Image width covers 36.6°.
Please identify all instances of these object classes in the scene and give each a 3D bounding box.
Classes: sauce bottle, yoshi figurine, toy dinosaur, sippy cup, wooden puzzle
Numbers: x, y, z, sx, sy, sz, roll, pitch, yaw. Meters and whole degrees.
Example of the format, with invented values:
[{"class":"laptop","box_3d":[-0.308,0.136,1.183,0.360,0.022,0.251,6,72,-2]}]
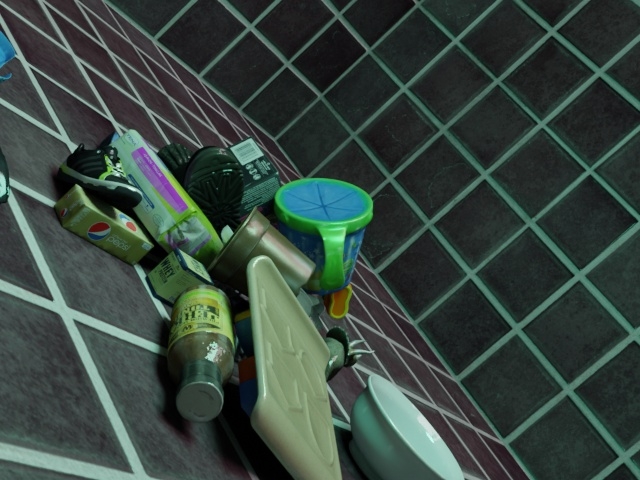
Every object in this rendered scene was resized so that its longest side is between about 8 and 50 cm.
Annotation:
[{"class":"sauce bottle","box_3d":[-0.190,0.177,1.556,0.111,0.111,0.344,45,8,-19]},{"class":"yoshi figurine","box_3d":[-0.043,0.061,2.530,0.204,0.203,0.362,36,10,-27]},{"class":"toy dinosaur","box_3d":[-0.005,0.248,1.975,0.121,0.160,0.313,48,8,6]},{"class":"sippy cup","box_3d":[0.000,0.000,2.313,0.240,0.224,0.305,17,31,20]},{"class":"wooden puzzle","box_3d":[-0.061,0.248,1.652,0.347,0.081,0.322,-94,160,-46]}]

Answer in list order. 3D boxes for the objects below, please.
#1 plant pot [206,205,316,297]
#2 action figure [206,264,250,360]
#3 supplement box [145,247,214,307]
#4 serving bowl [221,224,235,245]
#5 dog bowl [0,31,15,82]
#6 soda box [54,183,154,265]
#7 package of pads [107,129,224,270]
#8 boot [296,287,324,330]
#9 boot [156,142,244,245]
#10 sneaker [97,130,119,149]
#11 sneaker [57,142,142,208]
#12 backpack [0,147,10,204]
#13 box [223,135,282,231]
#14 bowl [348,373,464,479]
[{"class":"plant pot","box_3d":[-0.109,0.048,1.862,0.165,0.167,0.167,37,10,-7]},{"class":"action figure","box_3d":[-0.127,0.170,1.893,0.285,0.099,0.185,44,22,31]},{"class":"supplement box","box_3d":[-0.258,0.074,1.772,0.083,0.083,0.056,39,12,-46]},{"class":"serving bowl","box_3d":[-0.180,0.011,1.980,0.083,0.027,0.083,57,-6,10]},{"class":"dog bowl","box_3d":[-0.655,-0.356,1.783,0.166,0.074,0.297,43,11,-28]},{"class":"soda box","box_3d":[-0.380,-0.025,1.707,0.181,0.058,0.061,38,13,-49]},{"class":"package of pads","box_3d":[-0.299,-0.059,1.903,0.229,0.101,0.296,51,-5,18]},{"class":"boot","box_3d":[-0.093,0.096,2.144,0.222,0.118,0.338,56,-5,-7]},{"class":"boot","box_3d":[-0.284,-0.148,2.194,0.260,0.131,0.348,58,-22,31]},{"class":"sneaker","box_3d":[-0.447,-0.184,2.106,0.059,0.053,0.144,41,20,-35]},{"class":"sneaker","box_3d":[-0.390,-0.127,1.724,0.235,0.097,0.084,19,-11,42]},{"class":"backpack","box_3d":[-0.489,-0.086,1.267,0.152,0.115,0.182,12,35,-55]},{"class":"box","box_3d":[-0.173,-0.098,2.432,0.165,0.143,0.270,55,-13,37]},{"class":"bowl","box_3d":[0.154,0.433,2.013,0.298,0.134,0.298,46,8,-9]}]
